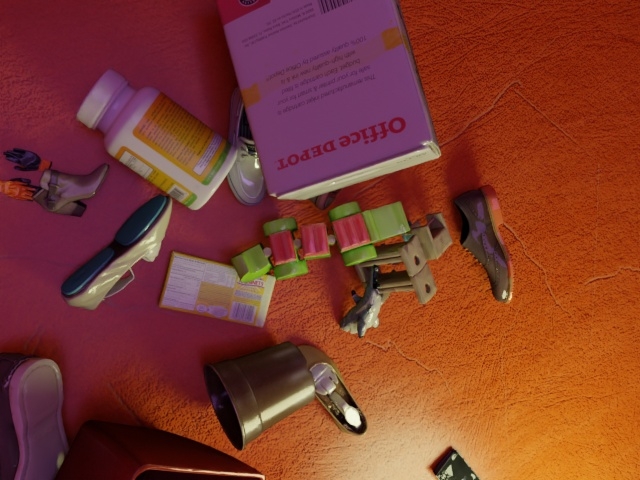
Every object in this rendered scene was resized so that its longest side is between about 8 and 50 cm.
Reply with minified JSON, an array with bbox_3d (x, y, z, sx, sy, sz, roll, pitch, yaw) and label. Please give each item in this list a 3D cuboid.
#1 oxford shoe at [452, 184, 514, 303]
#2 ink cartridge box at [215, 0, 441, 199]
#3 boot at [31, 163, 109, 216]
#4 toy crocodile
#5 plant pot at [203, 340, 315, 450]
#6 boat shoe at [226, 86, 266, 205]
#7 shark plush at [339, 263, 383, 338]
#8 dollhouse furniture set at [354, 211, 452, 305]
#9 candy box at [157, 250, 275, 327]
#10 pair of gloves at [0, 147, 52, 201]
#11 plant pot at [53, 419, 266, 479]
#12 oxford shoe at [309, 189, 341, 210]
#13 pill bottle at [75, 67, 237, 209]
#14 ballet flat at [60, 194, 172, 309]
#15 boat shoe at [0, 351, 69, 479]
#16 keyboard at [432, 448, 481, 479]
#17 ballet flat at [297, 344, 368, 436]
[{"bbox_3d":[0.364,0.017,1.266,0.098,0.097,0.272,-16,96,0],"label":"oxford shoe"},{"bbox_3d":[0.014,-0.285,0.948,0.279,0.160,0.385,-16,85,18],"label":"ink cartridge box"},{"bbox_3d":[-0.425,-0.097,0.955,0.087,0.042,0.119,30,90,-30],"label":"boot"},{"bbox_3d":[0.000,0.000,1.064,0.340,0.105,0.115,-13,85,0],"label":"toy crocodile"},{"bbox_3d":[-0.110,0.276,1.058,0.165,0.167,0.167,-20,101,-28],"label":"plant pot"},{"bbox_3d":[-0.136,-0.177,1.049,0.083,0.075,0.227,-8,97,-21],"label":"boat shoe"},{"bbox_3d":[0.083,0.126,1.135,0.073,0.067,0.161,-32,141,-45],"label":"shark plush"},{"bbox_3d":[0.183,0.043,1.187,0.183,0.129,0.129,-37,109,-46],"label":"dollhouse furniture set"},{"bbox_3d":[-0.194,0.095,1.073,0.205,0.027,0.105,16,85,-22],"label":"candy box"},{"bbox_3d":[-0.498,-0.109,0.946,0.074,0.010,0.083,17,87,-22],"label":"pair of gloves"},{"bbox_3d":[-0.300,0.436,0.918,0.267,0.235,0.268,32,82,-47],"label":"plant pot"},{"bbox_3d":[0.022,-0.260,1.100,0.146,0.140,0.397,16,94,10],"label":"oxford shoe"},{"bbox_3d":[-0.277,-0.173,0.960,0.245,0.136,0.136,36,81,-20],"label":"pill bottle"},{"bbox_3d":[-0.340,0.026,0.991,0.248,0.086,0.086,-45,108,-11],"label":"ballet flat"},{"bbox_3d":[-0.494,0.341,0.935,0.096,0.116,0.325,9,104,19],"label":"boat shoe"},{"bbox_3d":[0.325,0.583,1.318,0.108,0.023,0.180,-44,107,-20],"label":"keyboard"},{"bbox_3d":[0.027,0.307,1.151,0.080,0.073,0.232,-41,107,-14],"label":"ballet flat"}]
